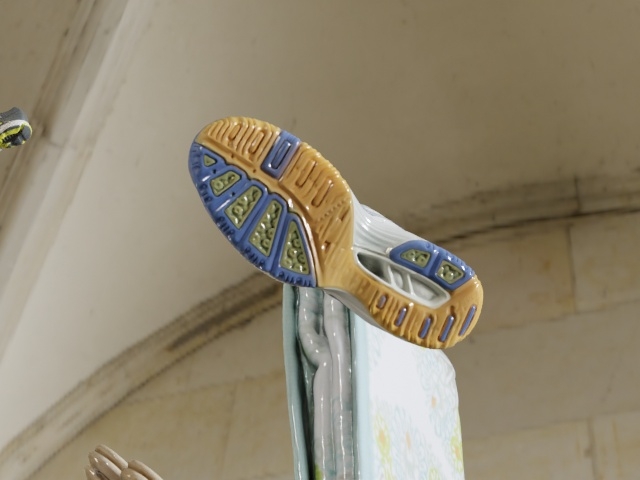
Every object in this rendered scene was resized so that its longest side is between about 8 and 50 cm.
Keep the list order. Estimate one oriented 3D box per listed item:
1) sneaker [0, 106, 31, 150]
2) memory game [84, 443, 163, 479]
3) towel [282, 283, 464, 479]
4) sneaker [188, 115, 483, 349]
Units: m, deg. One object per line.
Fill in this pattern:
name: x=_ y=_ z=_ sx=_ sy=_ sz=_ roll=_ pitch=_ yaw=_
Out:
sneaker: x=-0.304 y=-0.096 z=1.295 sx=0.083 sy=0.035 sz=0.031 roll=-17 pitch=-45 yaw=3
memory game: x=-0.042 y=0.162 z=0.647 sx=0.186 sy=0.012 sz=0.186 roll=38 pitch=-22 yaw=19
towel: x=0.064 y=0.230 z=1.474 sx=0.090 sy=0.375 sz=0.320 roll=-13 pitch=-33 yaw=20
sneaker: x=0.000 y=0.000 z=1.248 sx=0.296 sy=0.131 sz=0.112 roll=37 pitch=-95 yaw=-15
